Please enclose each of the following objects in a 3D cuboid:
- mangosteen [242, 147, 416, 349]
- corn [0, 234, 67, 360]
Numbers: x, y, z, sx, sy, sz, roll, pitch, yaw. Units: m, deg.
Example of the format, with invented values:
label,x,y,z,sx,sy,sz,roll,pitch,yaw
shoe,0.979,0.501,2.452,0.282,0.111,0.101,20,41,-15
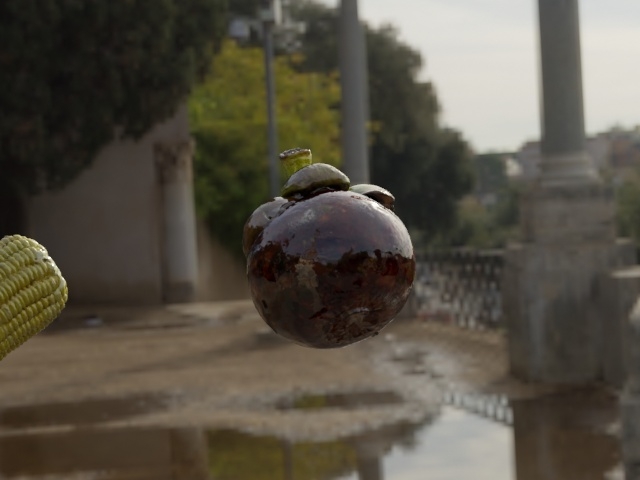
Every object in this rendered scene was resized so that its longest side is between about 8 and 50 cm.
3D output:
label,x,y,z,sx,sy,sz,roll,pitch,yaw
mangosteen,-0.003,0.012,1.323,0.156,0.146,0.181,11,25,-44
corn,-0.282,0.066,1.228,0.063,0.085,0.165,19,50,37
